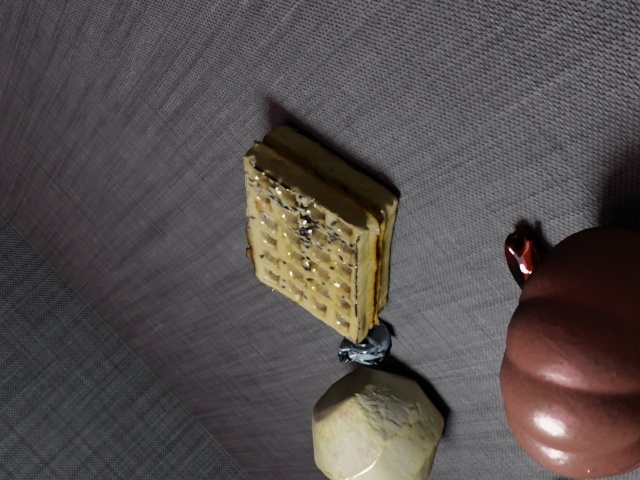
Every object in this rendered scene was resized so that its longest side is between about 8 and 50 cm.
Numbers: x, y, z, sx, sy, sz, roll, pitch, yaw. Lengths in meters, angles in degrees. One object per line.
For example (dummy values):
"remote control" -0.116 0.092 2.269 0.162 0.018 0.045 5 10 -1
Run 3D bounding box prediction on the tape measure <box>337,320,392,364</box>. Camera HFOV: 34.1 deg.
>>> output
"tape measure" 0.084 0.187 1.929 0.094 0.091 0.054 -4 136 17

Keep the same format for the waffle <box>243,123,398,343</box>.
"waffle" 0.000 0.000 1.749 0.261 0.114 0.376 36 153 20

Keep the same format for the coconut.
"coconut" 0.115 0.381 2.015 0.259 0.259 0.259 35 153 21

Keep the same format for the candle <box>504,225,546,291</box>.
"candle" 0.323 0.105 1.489 0.084 0.059 0.301 34 153 48

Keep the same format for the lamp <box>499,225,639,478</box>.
"lamp" 0.349 0.137 1.226 0.240 0.305 0.305 13 142 30
